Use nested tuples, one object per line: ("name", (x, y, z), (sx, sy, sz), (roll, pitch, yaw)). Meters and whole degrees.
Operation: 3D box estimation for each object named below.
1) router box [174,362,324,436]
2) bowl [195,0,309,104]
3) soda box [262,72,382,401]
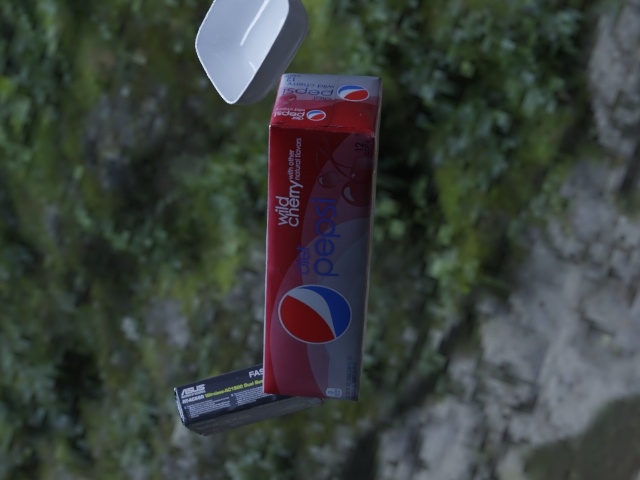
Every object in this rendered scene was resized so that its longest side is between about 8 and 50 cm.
("router box", (-0.062, 0.141, 1.724), (0.092, 0.122, 0.038), (53, -159, -74))
("bowl", (-0.067, -0.227, 2.064), (0.142, 0.053, 0.142), (-58, 40, 24))
("soda box", (0.000, 0.000, 1.528), (0.092, 0.083, 0.263), (-81, -6, -56))
